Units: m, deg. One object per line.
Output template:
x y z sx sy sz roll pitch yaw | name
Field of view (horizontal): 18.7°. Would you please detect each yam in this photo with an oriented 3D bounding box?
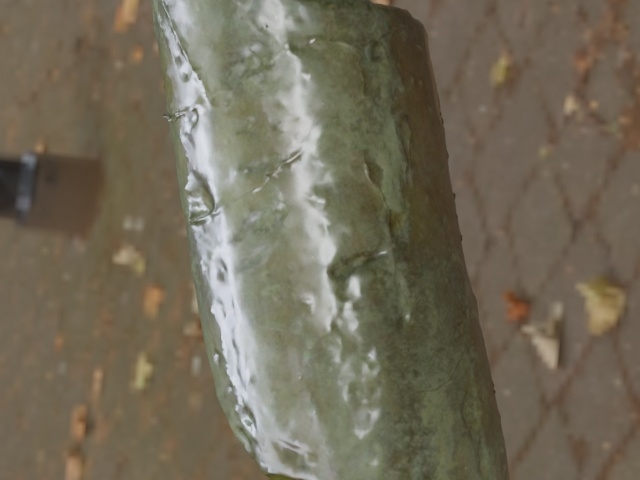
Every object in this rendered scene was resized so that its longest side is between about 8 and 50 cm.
0.000 0.000 0.465 0.070 0.069 0.146 177 83 -70 | yam
